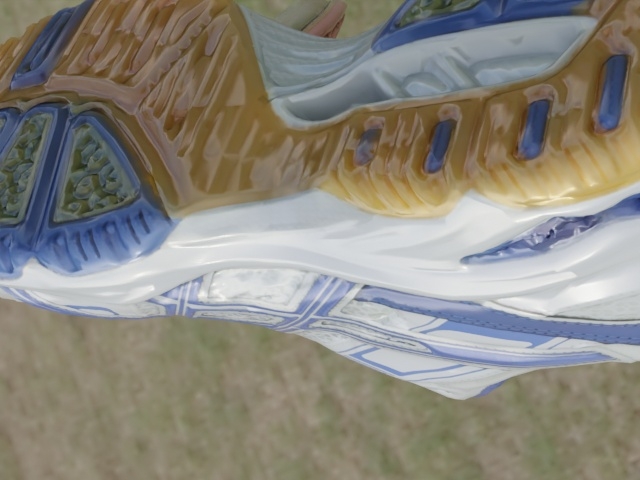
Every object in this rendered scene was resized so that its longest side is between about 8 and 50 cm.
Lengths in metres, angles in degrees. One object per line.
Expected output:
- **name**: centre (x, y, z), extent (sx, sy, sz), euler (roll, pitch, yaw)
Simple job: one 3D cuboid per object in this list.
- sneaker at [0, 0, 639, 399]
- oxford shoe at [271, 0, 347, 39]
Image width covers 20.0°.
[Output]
- **sneaker**: centre (0.000, 0.000, 0.528), extent (0.296, 0.112, 0.131), euler (2, 144, 37)
- **oxford shoe**: centre (-0.102, -0.165, 1.741), extent (0.146, 0.397, 0.140), euler (35, 127, 9)
